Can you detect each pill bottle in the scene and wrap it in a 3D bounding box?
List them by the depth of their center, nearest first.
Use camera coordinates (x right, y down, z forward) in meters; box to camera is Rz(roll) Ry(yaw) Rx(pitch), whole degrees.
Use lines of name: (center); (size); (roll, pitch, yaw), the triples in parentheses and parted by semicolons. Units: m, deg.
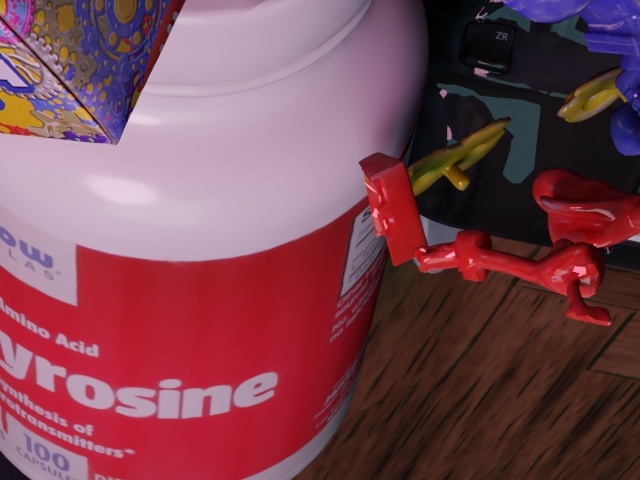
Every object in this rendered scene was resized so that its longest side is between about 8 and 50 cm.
pill bottle: (-0.072, -0.046, 0.931); (0.229, 0.229, 0.408); (6, 147, -2)

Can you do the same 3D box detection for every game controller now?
game controller: (0.197, -0.051, 1.021); (0.319, 0.067, 0.166); (12, 136, -10)

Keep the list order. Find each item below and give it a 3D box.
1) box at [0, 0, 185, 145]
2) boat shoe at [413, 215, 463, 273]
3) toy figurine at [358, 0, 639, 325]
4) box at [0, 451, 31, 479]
box: (-0.152, -0.203, 0.577); (0.279, 0.290, 0.177); (8, 153, 34)
boat shoe: (0.059, -0.040, 1.090); (0.040, 0.049, 0.142); (39, 146, 31)
toy figurine: (0.171, -0.145, 0.775); (0.362, 0.191, 0.217); (-24, 113, -17)
box: (-0.320, 0.181, 1.356); (0.312, 0.179, 0.343); (-14, 143, 24)
